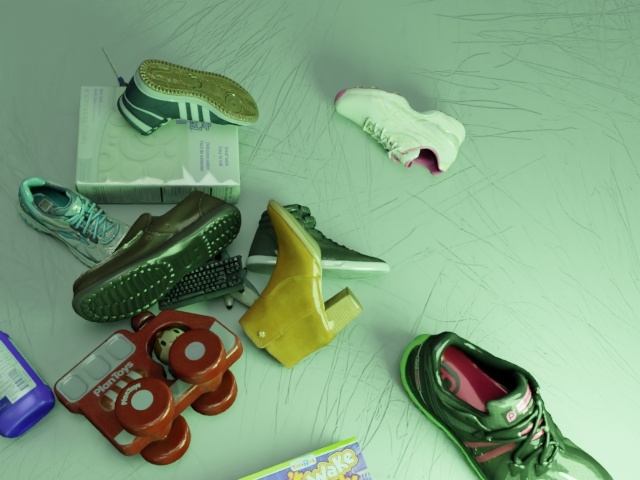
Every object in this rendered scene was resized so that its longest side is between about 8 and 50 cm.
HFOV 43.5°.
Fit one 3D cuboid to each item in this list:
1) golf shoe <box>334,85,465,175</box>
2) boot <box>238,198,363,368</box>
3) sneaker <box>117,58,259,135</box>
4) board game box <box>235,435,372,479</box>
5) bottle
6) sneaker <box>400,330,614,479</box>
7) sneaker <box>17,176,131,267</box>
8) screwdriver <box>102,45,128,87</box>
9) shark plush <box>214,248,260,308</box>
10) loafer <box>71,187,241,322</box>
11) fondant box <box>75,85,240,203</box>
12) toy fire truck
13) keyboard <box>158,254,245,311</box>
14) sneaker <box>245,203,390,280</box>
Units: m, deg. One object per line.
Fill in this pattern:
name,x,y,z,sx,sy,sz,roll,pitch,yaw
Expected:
golf shoe,0.168,-0.245,1.787,0.306,0.115,0.140,19,68,1
boot,-0.079,0.091,1.542,0.211,0.104,0.295,-35,97,7
sneaker,-0.275,-0.272,1.641,0.282,0.153,0.099,12,57,-38
board game box,-0.059,0.523,1.431,0.347,0.078,0.233,-17,70,-16
bottle,-0.610,0.223,1.464,0.118,0.092,0.283,-41,78,-12
sneaker,0.353,0.354,1.502,0.483,0.202,0.185,38,67,8
sneaker,-0.475,-0.033,1.580,0.283,0.122,0.110,26,65,-1
screwdriver,-0.454,-0.375,1.789,0.024,0.025,0.170,-24,73,-18
shark plush,-0.176,0.073,1.639,0.067,0.073,0.161,-10,49,-38
loafer,-0.327,0.025,1.552,0.366,0.134,0.130,-33,57,-26
fondant box,-0.339,-0.202,1.693,0.330,0.096,0.238,0,67,-10
toy fire truck,-0.308,0.242,1.481,0.254,0.169,0.302,34,63,27
keyboard,-0.240,0.072,1.591,0.180,0.023,0.108,-16,54,6
sneaker,0.000,0.000,1.652,0.295,0.104,0.147,5,71,-2
